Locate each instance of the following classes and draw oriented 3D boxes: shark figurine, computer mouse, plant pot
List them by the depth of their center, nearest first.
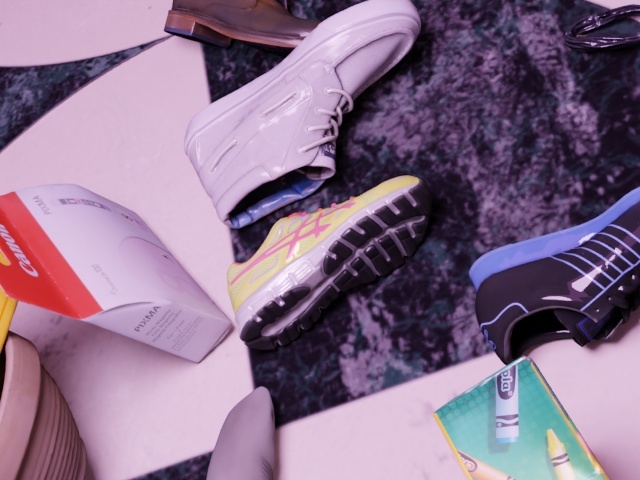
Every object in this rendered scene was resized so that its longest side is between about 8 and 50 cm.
[{"bbox_3d":[-0.037,0.234,1.042,0.166,0.116,0.278,-45,49,-6],"label":"shark figurine"},{"bbox_3d":[-0.273,0.201,1.151,0.237,0.109,0.237,-41,32,34],"label":"plant pot"},{"bbox_3d":[0.323,-0.167,1.183,0.242,0.041,0.071,12,56,39],"label":"computer mouse"}]

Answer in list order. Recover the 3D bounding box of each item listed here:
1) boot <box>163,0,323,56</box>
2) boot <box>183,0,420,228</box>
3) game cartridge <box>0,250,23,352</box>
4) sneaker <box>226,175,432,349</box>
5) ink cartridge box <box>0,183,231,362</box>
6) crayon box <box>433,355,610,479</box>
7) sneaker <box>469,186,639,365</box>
[{"bbox_3d":[-0.062,-0.242,1.366,0.219,0.082,0.106,14,92,33],"label":"boot"},{"bbox_3d":[-0.001,-0.111,1.275,0.258,0.095,0.123,-34,56,13],"label":"boot"},{"bbox_3d":[-0.373,0.171,1.189,0.323,0.052,0.285,-23,46,49],"label":"game cartridge"},{"bbox_3d":[0.000,0.000,1.197,0.208,0.081,0.094,-34,49,2],"label":"sneaker"},{"bbox_3d":[-0.207,0.008,1.194,0.066,0.232,0.189,-49,51,6],"label":"ink cartridge box"},{"bbox_3d":[0.187,0.231,0.900,0.081,0.165,0.278,-31,51,4],"label":"crayon box"},{"bbox_3d":[0.231,0.026,1.073,0.232,0.081,0.090,-24,54,19],"label":"sneaker"}]
